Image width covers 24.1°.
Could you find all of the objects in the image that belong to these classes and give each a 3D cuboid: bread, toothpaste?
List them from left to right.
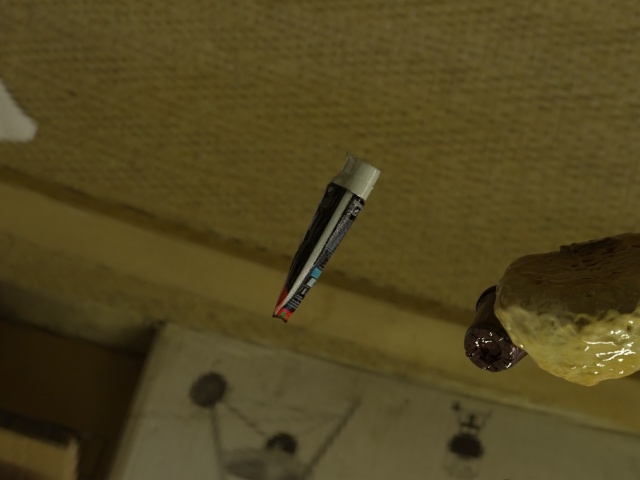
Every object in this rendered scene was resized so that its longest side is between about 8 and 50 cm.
[{"bbox_3d":[0.000,0.000,1.597,0.045,0.193,0.071,28,179,14],"label":"toothpaste"},{"bbox_3d":[0.325,0.079,1.742,0.244,0.244,0.134,-6,108,33],"label":"bread"}]

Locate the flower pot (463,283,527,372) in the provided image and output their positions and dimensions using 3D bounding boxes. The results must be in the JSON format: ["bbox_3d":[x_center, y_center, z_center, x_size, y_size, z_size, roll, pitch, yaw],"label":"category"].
[{"bbox_3d":[0.243,0.126,2.012,0.111,0.089,0.111,15,124,24],"label":"flower pot"}]

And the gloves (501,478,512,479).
[{"bbox_3d":[0.297,0.431,2.207,0.129,0.106,0.180,43,170,-6],"label":"gloves"}]
